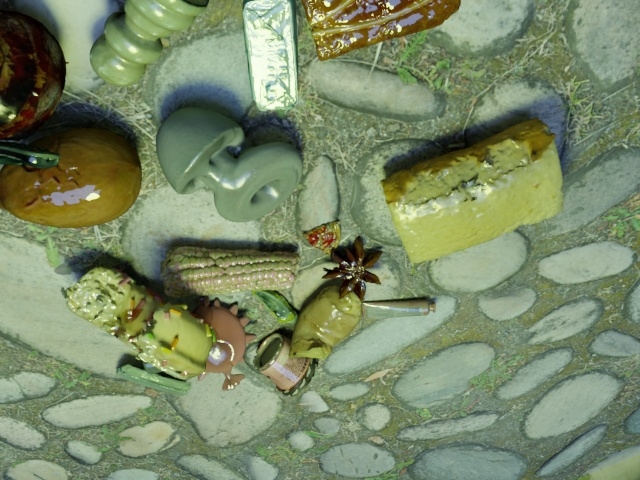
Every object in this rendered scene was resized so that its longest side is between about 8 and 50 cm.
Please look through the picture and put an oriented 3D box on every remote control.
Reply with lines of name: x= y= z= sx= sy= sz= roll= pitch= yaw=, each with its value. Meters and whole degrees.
remote control: x=-0.563 y=-0.157 z=1.047 sx=0.222 sy=0.072 sz=0.042 roll=9 pitch=98 yaw=26

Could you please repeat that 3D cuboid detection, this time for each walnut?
walnut: x=-0.506 y=-0.116 z=1.162 sx=0.298 sy=0.203 sz=0.203 roll=-19 pitch=130 yaw=-6

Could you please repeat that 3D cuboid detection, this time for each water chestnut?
water chestnut: x=-0.559 y=-0.291 z=1.032 sx=0.224 sy=0.238 sz=0.223 roll=1 pitch=93 yaw=15

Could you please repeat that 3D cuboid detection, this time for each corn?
corn: x=-0.218 y=0.075 z=1.422 sx=0.335 sy=0.126 sz=0.126 roll=0 pitch=130 yaw=-11

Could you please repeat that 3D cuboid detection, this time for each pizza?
pizza: x=0.013 y=0.005 z=1.440 sx=0.100 sy=0.029 sz=0.099 roll=-17 pitch=131 yaw=8

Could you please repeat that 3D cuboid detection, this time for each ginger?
ginger: x=0.016 y=0.218 z=1.548 sx=0.138 sy=0.152 sz=0.267 roll=32 pitch=97 yaw=-27

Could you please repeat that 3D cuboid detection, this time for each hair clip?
hair clip: x=-0.124 y=0.171 z=1.561 sx=0.060 sy=0.033 sz=0.188 roll=-26 pitch=131 yaw=18

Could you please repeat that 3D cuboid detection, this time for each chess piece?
chess piece: x=-0.319 y=-0.372 z=1.029 sx=0.133 sy=0.133 sz=0.243 roll=32 pitch=125 yaw=-28

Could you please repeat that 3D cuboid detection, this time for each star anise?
star anise: x=0.088 y=0.074 z=1.460 sx=0.168 sy=0.057 sz=0.168 roll=-1 pitch=99 yaw=-5

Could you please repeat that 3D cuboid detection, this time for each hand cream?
hand cream: x=0.212 y=0.191 z=1.617 sx=0.210 sy=0.043 sz=0.067 roll=-3 pitch=128 yaw=3

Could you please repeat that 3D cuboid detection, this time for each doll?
doll: x=-0.275 y=0.273 z=1.547 sx=0.211 sy=0.093 sz=0.262 roll=-26 pitch=98 yaw=-8

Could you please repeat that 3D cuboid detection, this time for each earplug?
earplug: x=-0.182 y=-0.154 z=1.207 sx=0.325 sy=0.175 sz=0.214 roll=23 pitch=120 yaw=-35

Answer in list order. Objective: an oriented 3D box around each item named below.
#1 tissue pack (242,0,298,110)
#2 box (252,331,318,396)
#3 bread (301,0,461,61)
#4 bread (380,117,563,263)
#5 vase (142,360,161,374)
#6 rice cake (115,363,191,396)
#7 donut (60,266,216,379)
tissue pack: x=-0.082 y=-0.354 z=0.975 sx=0.089 sy=0.263 sz=0.177 roll=-3 pitch=129 yaw=0
box: x=-0.104 y=0.341 z=1.638 sx=0.135 sy=0.151 sz=0.151 roll=38 pitch=117 yaw=-23
bread: x=0.102 y=-0.444 z=1.020 sx=0.275 sy=0.114 sz=0.184 roll=-17 pitch=130 yaw=5
bread: x=0.339 y=-0.109 z=1.295 sx=0.375 sy=0.165 sz=0.236 roll=-19 pitch=134 yaw=9
vase: x=-0.380 y=0.306 z=1.621 sx=0.214 sy=0.086 sz=0.086 roll=-13 pitch=130 yaw=-1
rice cake: x=-0.484 y=0.403 z=1.685 sx=0.211 sy=0.038 sz=0.124 roll=23 pitch=154 yaw=-20
donut: x=-0.400 y=0.199 z=1.378 sx=0.371 sy=0.150 sz=0.307 roll=21 pitch=162 yaw=33
